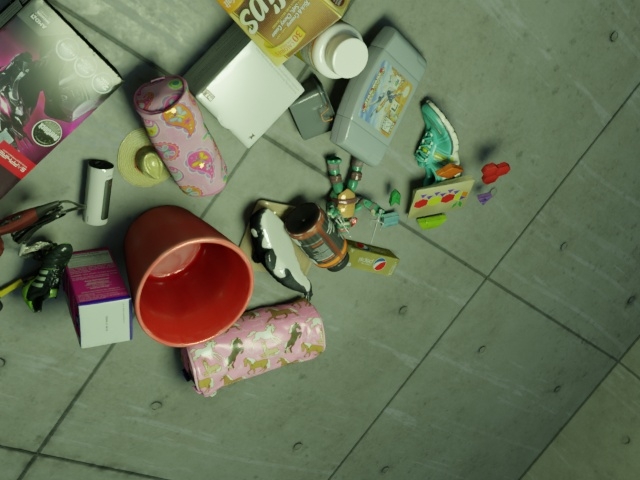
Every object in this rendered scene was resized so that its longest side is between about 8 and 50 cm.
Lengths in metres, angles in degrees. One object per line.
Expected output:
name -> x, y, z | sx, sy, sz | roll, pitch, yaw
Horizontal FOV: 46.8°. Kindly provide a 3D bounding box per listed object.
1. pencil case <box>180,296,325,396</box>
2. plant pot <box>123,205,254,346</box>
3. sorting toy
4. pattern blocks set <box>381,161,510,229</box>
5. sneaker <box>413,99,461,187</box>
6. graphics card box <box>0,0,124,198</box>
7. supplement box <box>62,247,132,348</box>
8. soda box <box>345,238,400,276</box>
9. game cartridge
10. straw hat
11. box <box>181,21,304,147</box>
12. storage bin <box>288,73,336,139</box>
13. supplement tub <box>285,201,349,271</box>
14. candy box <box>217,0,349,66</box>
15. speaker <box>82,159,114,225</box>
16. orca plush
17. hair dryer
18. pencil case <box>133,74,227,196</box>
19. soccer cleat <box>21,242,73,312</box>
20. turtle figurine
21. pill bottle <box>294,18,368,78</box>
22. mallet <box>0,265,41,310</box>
pencil case -> -0.172, 0.275, 1.944 | 0.386, 0.160, 0.167 | -16, 134, -22
plant pot -> -0.318, 0.060, 1.662 | 0.274, 0.243, 0.275 | -16, 126, -23
sorting toy -> -0.099, -0.004, 1.894 | 0.208, 0.038, 0.193 | 12, 112, -31
pattern blocks set -> 0.327, -0.119, 2.004 | 0.324, 0.026, 0.285 | -7, 149, -20
sneaker -> 0.301, -0.237, 1.942 | 0.110, 0.107, 0.275 | -22, 128, -6
graphics card box -> -0.586, -0.266, 1.397 | 0.371, 0.094, 0.233 | -43, 131, -1
supplement box -> -0.490, 0.120, 1.614 | 0.113, 0.220, 0.111 | -7, 121, -24
soda box -> 0.128, 0.047, 2.040 | 0.181, 0.061, 0.058 | 14, 110, -36
game cartridge -> 0.136, -0.337, 1.745 | 0.198, 0.062, 0.297 | 22, 94, -58
straw hat -> -0.369, -0.169, 1.609 | 0.144, 0.061, 0.145 | -15, 125, -23
box -> -0.168, -0.332, 1.586 | 0.182, 0.119, 0.181 | -45, 131, 2
storage bin -> -0.021, -0.298, 1.719 | 0.091, 0.098, 0.135 | -26, 130, -1
supplement tub -> 0.000, 0.000, 1.848 | 0.106, 0.106, 0.198 | -41, 134, -2
candy box -> -0.116, -0.511, 1.408 | 0.183, 0.088, 0.316 | -29, 115, 35
speaker -> -0.478, -0.103, 1.589 | 0.055, 0.055, 0.136 | -1, 118, -30
orca plush -> -0.115, 0.035, 1.853 | 0.287, 0.102, 0.151 | 48, 46, -45
hair dryer -> -0.640, -0.033, 1.484 | 0.293, 0.080, 0.223 | -5, 148, -41
pencil case -> -0.288, -0.213, 1.559 | 0.124, 0.124, 0.284 | -33, 144, -8
soccer cleat -> -0.573, 0.080, 1.578 | 0.179, 0.072, 0.060 | -49, 154, 22
turtle figurine -> 0.068, -0.098, 1.878 | 0.175, 0.118, 0.234 | -17, 112, -39
pill bottle -> 0.013, -0.419, 1.576 | 0.117, 0.215, 0.117 | -15, 126, -22
mallet -> -0.661, 0.086, 1.612 | 0.189, 0.039, 0.062 | -37, 133, -7
